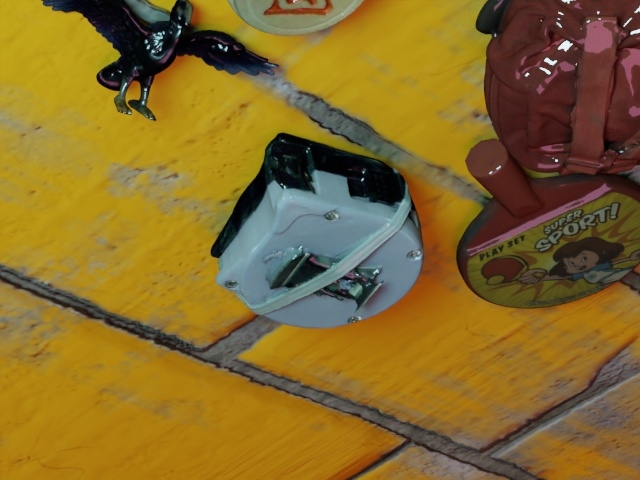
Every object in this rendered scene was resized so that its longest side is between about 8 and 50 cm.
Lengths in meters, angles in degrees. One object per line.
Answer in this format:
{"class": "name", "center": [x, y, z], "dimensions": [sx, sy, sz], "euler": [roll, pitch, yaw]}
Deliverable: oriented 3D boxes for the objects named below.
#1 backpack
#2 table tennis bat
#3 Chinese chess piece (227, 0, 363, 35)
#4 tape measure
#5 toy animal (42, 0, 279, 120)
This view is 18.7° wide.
{"class": "backpack", "center": [0.236, -0.139, 1.610], "dimensions": [0.229, 0.139, 0.229], "euler": [-11, 141, -9]}
{"class": "table tennis bat", "center": [0.215, -0.016, 1.880], "dimensions": [0.200, 0.038, 0.310], "euler": [-26, 148, 15]}
{"class": "Chinese chess piece", "center": [-0.017, -0.211, 1.492], "dimensions": [0.122, 0.051, 0.122], "euler": [-10, 145, -7]}
{"class": "tape measure", "center": [0.004, 0.001, 1.760], "dimensions": [0.181, 0.107, 0.182], "euler": [10, 137, -22]}
{"class": "toy animal", "center": [-0.134, -0.150, 1.541], "dimensions": [0.220, 0.062, 0.108], "euler": [14, 119, -34]}
